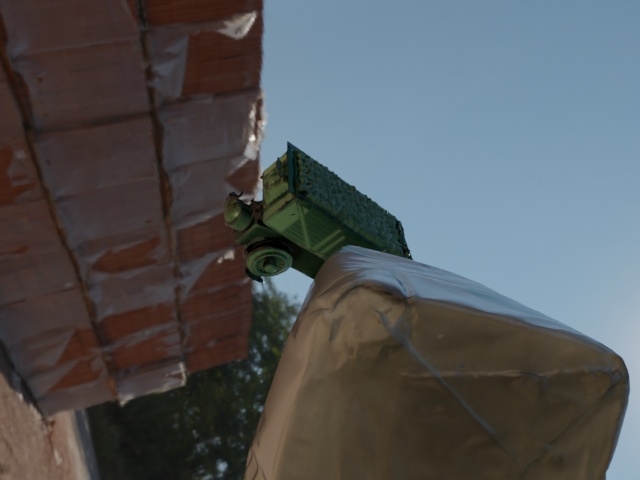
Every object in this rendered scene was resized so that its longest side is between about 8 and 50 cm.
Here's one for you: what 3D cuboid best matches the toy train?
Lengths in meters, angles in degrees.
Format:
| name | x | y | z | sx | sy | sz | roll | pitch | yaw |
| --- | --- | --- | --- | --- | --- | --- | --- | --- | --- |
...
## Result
| name | x | y | z | sx | sy | sz | roll | pitch | yaw |
| --- | --- | --- | --- | --- | --- | --- | --- | --- | --- |
| toy train | 0.000 | 0.000 | 0.960 | 0.154 | 0.269 | 0.115 | -36 | -141 | 29 |

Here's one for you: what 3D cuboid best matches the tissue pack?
| name | x | y | z | sx | sy | sz | roll | pitch | yaw |
| --- | --- | --- | --- | --- | --- | --- | --- | --- | --- |
| tissue pack | 0.051 | 0.151 | 0.537 | 0.356 | 0.193 | 0.266 | -63 | 169 | -88 |
